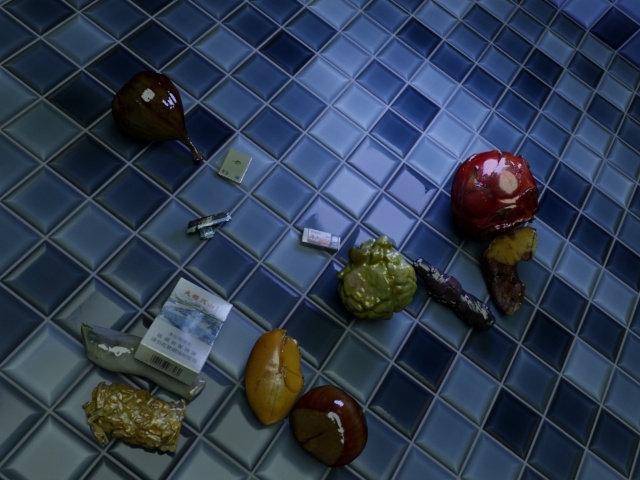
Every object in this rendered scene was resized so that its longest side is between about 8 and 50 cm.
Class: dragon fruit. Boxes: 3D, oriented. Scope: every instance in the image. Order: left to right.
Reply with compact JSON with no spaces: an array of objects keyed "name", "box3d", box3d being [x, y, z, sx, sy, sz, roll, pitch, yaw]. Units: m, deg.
[{"name":"dragon fruit","box3d":[0.586,-0.151,1.999,0.296,0.295,0.301,7,74,-16]}]

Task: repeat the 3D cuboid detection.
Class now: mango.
[{"name":"mango","box3d":[-0.127,0.369,1.601,0.154,0.126,0.252,16,68,-26]}]

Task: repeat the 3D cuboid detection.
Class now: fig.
[{"name":"fig","box3d":[-0.481,-0.357,1.823,0.321,0.217,0.217,50,56,-25]}]

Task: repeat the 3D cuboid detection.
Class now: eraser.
[{"name":"eraser","box3d":[0.000,0.000,1.877,0.122,0.029,0.052,15,61,-13]}]

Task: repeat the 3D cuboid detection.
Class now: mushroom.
[{"name":"mushroom","box3d":[-0.459,0.309,1.532,0.352,0.097,0.109,25,58,-9]}]

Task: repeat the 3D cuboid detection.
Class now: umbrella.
[{"name":"umbrella","box3d":[0.423,0.173,1.906,0.326,0.090,0.094,38,62,2]}]

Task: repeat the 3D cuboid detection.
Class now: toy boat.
[{"name":"toy boat","box3d":[-0.331,-0.042,1.770,0.140,0.059,0.066,-17,99,-27]}]

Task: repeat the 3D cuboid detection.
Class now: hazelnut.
[{"name":"hazelnut","box3d":[0.027,0.492,1.580,0.181,0.181,0.212,-34,77,0]}]

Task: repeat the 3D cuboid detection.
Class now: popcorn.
[{"name":"popcorn","box3d":[0.170,0.112,1.778,0.259,0.212,0.259,-1,87,16]}]

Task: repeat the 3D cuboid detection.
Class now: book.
[{"name":"book","box3d":[-0.274,-0.239,1.906,0.077,0.014,0.110,25,60,-8]}]

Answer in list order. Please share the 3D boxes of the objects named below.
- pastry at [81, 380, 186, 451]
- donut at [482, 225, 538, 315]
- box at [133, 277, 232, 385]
[{"name":"pastry","box3d":[-0.464,0.438,1.461,0.250,0.102,0.154,17,62,-13]},{"name":"donut","box3d":[0.633,0.091,1.994,0.112,0.151,0.294,8,97,-50]},{"name":"box","box3d":[-0.354,0.234,1.562,0.164,0.069,0.256,30,38,-8]}]
